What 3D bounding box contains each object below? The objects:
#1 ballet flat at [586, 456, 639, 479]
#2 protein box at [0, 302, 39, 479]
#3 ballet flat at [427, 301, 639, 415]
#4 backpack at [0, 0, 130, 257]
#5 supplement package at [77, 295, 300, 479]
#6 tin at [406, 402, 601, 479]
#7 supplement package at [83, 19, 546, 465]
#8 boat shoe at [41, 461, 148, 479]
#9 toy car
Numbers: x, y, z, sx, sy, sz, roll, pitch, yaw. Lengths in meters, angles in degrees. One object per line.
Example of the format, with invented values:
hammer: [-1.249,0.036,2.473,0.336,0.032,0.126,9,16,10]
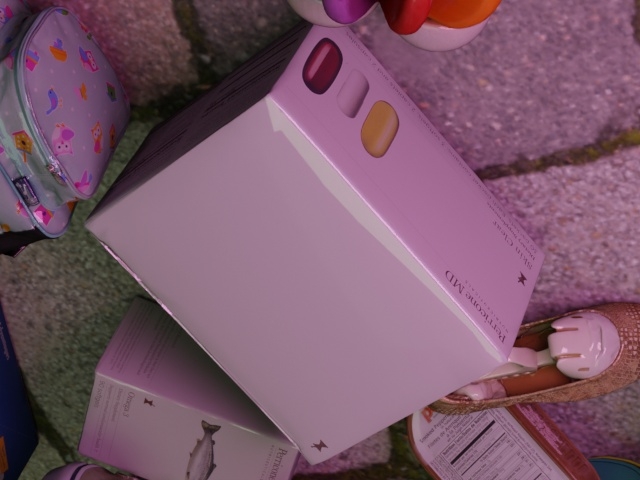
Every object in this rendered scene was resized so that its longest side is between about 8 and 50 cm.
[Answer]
ballet flat: [0.192,0.236,1.542,0.231,0.077,0.077,-17,140,32]
protein box: [-0.360,0.162,1.577,0.136,0.201,0.199,3,127,16]
ballet flat: [0.169,0.093,1.409,0.206,0.073,0.067,-18,163,14]
backpack: [-0.240,-0.103,1.358,0.144,0.166,0.188,-21,120,29]
supplement package: [-0.099,0.143,1.537,0.179,0.105,0.105,20,129,3]
tin: [0.149,0.181,1.478,0.189,0.040,0.106,48,114,13]
supplement package: [0.000,0.000,1.360,0.204,0.145,0.262,-32,108,34]
boat shoe: [-0.157,0.240,1.566,0.094,0.302,0.109,-15,78,10]
toy car: [0.042,-0.194,1.213,0.182,0.136,0.159,14,129,8]
